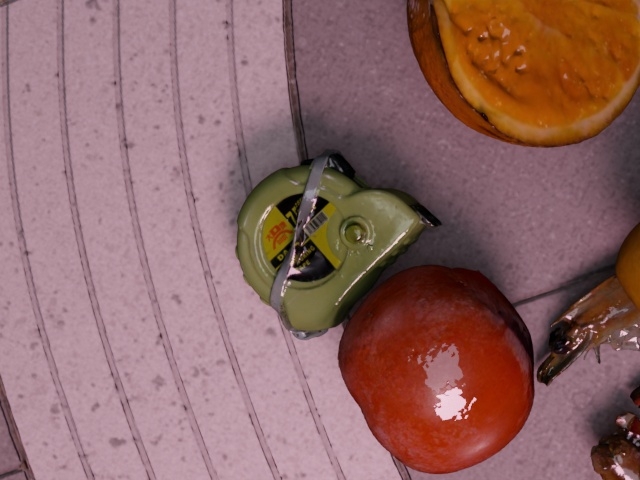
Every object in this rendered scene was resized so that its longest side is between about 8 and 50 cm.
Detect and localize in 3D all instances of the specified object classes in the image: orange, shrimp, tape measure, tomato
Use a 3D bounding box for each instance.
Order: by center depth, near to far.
[{"bbox_3d":[0.209,-0.243,1.236,0.274,0.274,0.310,-9,53,5],"label":"orange"},{"bbox_3d":[0.126,0.126,1.288,0.184,0.208,0.208,-38,91,15],"label":"tomato"},{"bbox_3d":[0.000,0.000,1.337,0.175,0.106,0.200,43,106,11],"label":"tape measure"},{"bbox_3d":[0.357,0.104,1.350,0.253,0.058,0.173,-39,99,2],"label":"shrimp"}]

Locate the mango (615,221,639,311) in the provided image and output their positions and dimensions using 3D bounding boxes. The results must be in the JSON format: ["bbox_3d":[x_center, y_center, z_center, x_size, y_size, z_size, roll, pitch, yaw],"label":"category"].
[{"bbox_3d":[0.505,0.070,1.204,0.446,0.300,0.232,19,89,-2],"label":"mango"}]

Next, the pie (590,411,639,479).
[{"bbox_3d":[0.435,0.295,1.333,0.257,0.105,0.274,-15,94,-4],"label":"pie"}]
